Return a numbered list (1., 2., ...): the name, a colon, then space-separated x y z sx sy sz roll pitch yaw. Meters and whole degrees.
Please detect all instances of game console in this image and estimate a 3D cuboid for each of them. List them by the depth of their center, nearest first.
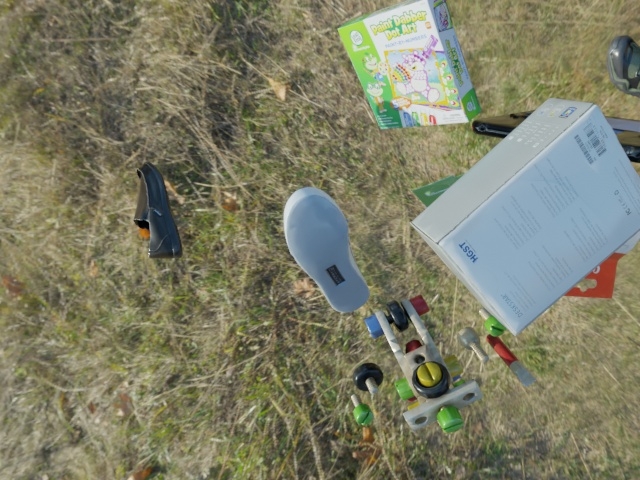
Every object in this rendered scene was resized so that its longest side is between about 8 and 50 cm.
1. game console: 0.590 -0.243 1.149 0.387 0.342 0.060 24 117 45

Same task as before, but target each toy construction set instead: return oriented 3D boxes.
1. toy construction set: 0.232 0.247 0.896 0.309 0.237 0.257 -7 119 -13

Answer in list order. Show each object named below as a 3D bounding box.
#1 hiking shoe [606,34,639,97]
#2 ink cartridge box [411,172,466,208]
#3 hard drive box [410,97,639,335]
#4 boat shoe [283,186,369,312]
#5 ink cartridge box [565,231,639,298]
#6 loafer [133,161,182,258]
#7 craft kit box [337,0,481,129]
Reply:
1. hiking shoe: 0.611 -0.295 0.917 0.227 0.114 0.086 32 73 -22
2. ink cartridge box: 0.315 -0.092 1.200 0.109 0.209 0.062 -18 44 39
3. hard drive box: 0.262 -0.028 0.638 0.232 0.089 0.181 -42 112 4
4. boat shoe: 0.008 -0.003 1.137 0.136 0.367 0.156 -28 44 3
5. ink cartridge box: 0.527 -0.006 0.964 0.189 0.066 0.232 6 88 -27
6. loafer: -0.343 -0.060 1.045 0.079 0.080 0.219 -16 72 -19
7. craft kit box: 0.178 -0.352 1.053 0.250 0.061 0.246 9 132 52
